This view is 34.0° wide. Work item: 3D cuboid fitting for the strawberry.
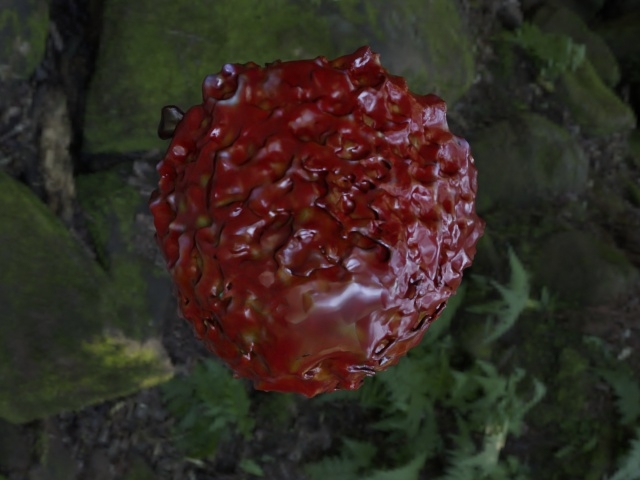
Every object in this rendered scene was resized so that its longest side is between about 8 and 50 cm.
[{"bbox_3d":[0.000,0.000,0.634,0.178,0.233,0.234,-103,-170,-70],"label":"strawberry"}]
